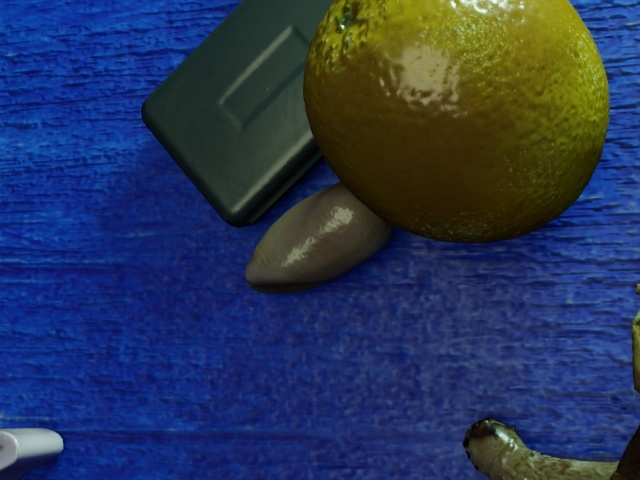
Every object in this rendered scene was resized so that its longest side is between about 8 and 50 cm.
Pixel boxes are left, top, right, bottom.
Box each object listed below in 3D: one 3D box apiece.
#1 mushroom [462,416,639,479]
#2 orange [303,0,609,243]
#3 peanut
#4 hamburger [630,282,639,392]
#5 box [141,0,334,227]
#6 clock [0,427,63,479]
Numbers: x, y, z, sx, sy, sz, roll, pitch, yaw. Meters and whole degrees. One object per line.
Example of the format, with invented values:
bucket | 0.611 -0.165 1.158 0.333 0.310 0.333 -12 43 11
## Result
mushroom | 0.191 0.200 0.836 0.217 0.148 0.227 8 58 41
orange | 0.104 -0.108 0.849 0.236 0.236 0.236 -3 83 20
peanut | 0.000 0.000 0.954 0.152 0.076 0.076 -35 73 13
hamburger | 0.336 0.089 0.721 0.283 0.259 0.144 32 127 13
box | -0.039 -0.137 0.999 0.230 0.050 0.160 -44 71 10
clock | -0.374 0.258 1.064 0.290 0.080 0.275 -26 76 17
